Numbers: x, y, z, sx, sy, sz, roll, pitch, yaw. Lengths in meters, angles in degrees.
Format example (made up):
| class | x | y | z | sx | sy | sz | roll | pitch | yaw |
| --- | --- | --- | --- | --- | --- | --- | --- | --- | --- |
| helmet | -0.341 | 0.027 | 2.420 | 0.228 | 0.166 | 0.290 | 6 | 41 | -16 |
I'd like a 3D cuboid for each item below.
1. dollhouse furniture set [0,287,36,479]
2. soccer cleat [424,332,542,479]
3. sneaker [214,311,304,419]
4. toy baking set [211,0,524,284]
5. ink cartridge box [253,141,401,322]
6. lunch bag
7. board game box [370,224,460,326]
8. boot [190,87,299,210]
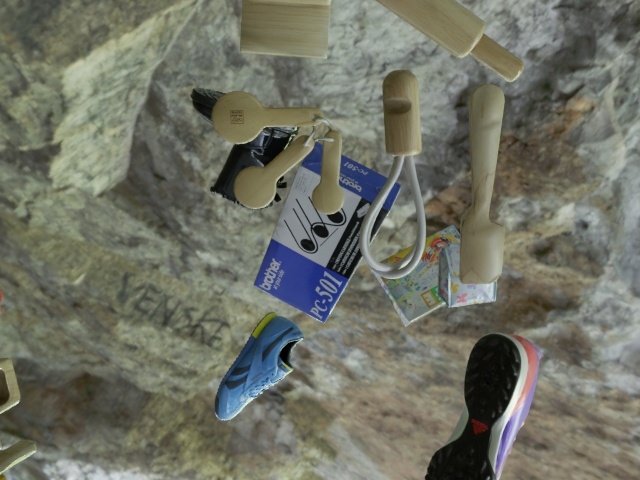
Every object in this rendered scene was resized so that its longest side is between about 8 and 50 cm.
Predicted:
| class | x | y | z | sx | sy | sz | roll | pitch | yaw |
| --- | --- | --- | --- | --- | --- | --- | --- | --- | --- |
| dollhouse furniture set | -0.463 | 0.171 | 0.712 | 0.201 | 0.152 | 0.374 | -3 | -80 | 19 |
| soccer cleat | 0.247 | 0.291 | 0.956 | 0.116 | 0.318 | 0.109 | 12 | 7 | -44 |
| sneaker | -0.103 | 0.225 | 1.093 | 0.082 | 0.209 | 0.069 | 33 | 3 | 24 |
| toy baking set | 0.044 | -0.083 | 0.458 | 0.256 | 0.196 | 0.030 | 28 | 10 | -8 |
| ink cartridge box | 0.000 | 0.000 | 0.696 | 0.097 | 0.046 | 0.207 | 28 | -42 | 2 |
| lunch bag | 0.194 | 0.042 | 0.859 | 0.053 | 0.071 | 0.083 | -121 | -153 | -67 |
| board game box | 0.170 | 0.052 | 1.007 | 0.103 | 0.154 | 0.026 | 58 | -19 | 16 |
| boot | -0.084 | -0.089 | 0.646 | 0.121 | 0.099 | 0.045 | 14 | 23 | -26 |
